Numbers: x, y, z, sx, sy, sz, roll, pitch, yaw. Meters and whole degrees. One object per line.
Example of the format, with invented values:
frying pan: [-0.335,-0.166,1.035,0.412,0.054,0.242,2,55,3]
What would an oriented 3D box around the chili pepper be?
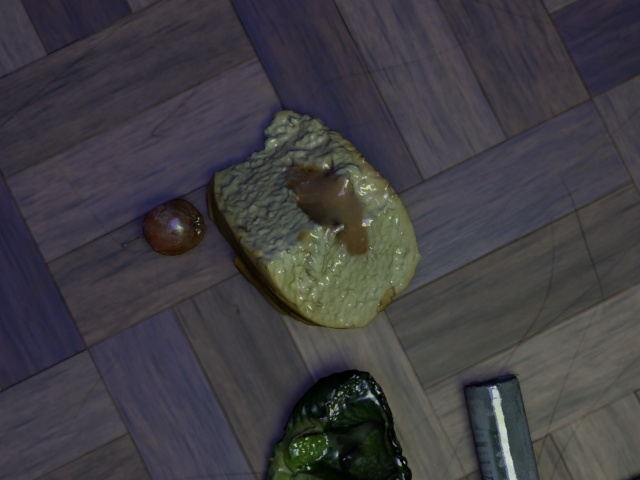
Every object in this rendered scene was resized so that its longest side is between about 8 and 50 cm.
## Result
chili pepper: [0.009,0.274,1.812,0.116,0.148,0.264,25,87,-31]

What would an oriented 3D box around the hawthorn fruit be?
hawthorn fruit: [-0.187,-0.012,1.853,0.103,0.067,0.067,-10,88,26]

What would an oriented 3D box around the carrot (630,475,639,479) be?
carrot: [0.424,0.270,1.845,0.248,0.059,0.059,-28,88,3]

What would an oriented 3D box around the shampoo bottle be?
shampoo bottle: [0.218,0.266,1.836,0.072,0.072,0.214,-12,88,-1]

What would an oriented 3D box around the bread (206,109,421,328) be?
bread: [-0.003,-0.001,1.840,0.183,0.224,0.211,-39,130,-8]
